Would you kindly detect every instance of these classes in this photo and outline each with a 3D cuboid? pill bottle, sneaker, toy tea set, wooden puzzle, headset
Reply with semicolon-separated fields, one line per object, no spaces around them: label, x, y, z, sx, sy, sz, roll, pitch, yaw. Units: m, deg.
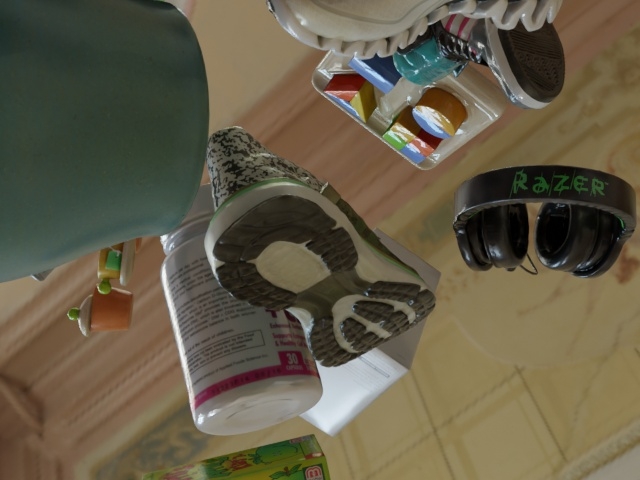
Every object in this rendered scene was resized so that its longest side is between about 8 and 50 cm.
pill bottle;-0.108;0.081;1.315;0.160;0.160;0.283;-29;-115;26
sneaker;0.089;-0.222;0.827;0.110;0.292;0.118;62;-31;19
sneaker;0.173;-0.232;1.274;0.178;0.123;0.296;-44;-139;36
toy tea set;-0.336;-0.024;1.617;0.200;0.124;0.336;121;-25;-77
wooden puzzle;0.150;-0.275;2.046;0.080;0.322;0.348;-55;-174;-24
sneaker;0.000;0.000;1.149;0.158;0.410;0.182;-28;-123;10
headset;0.306;-0.043;1.530;0.243;0.394;0.185;4;-108;1

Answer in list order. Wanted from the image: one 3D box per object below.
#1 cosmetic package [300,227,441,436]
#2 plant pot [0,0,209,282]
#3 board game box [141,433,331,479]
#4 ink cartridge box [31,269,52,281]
cosmetic package;0.054;0.145;1.660;0.225;0.138;0.224;-47;-169;42
plant pot;-0.228;-0.092;0.761;0.271;0.255;0.272;5;-84;58
board game box;-0.084;0.241;1.051;0.181;0.043;0.092;-12;-175;-6
ink cartridge box;-0.345;-0.100;1.327;0.238;0.060;0.275;20;-118;35
